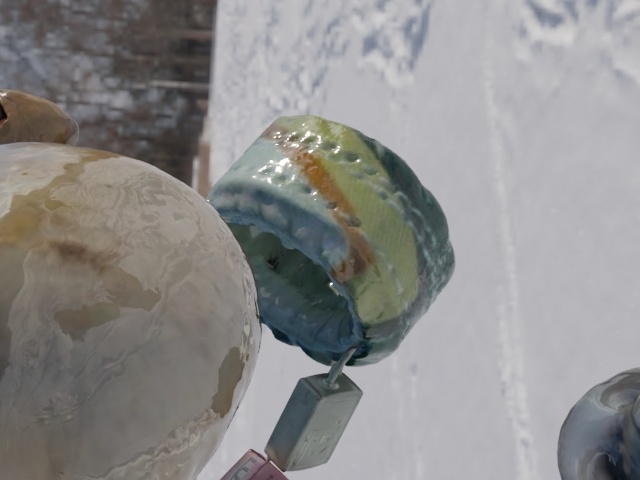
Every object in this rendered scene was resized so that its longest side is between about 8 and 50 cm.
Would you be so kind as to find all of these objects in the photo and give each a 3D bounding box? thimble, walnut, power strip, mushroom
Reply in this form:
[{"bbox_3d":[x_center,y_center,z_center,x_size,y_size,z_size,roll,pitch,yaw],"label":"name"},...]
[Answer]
[{"bbox_3d":[0.000,0.000,1.457,0.167,0.288,0.254,-46,-27,-29],"label":"thimble"},{"bbox_3d":[-0.375,-0.087,1.372,0.137,0.245,0.137,163,90,-84],"label":"walnut"},{"bbox_3d":[0.001,0.182,1.430,0.042,0.075,0.175,43,120,35],"label":"power strip"},{"bbox_3d":[-0.168,0.096,0.731,0.297,0.298,0.290,-94,-3,-67],"label":"mushroom"}]

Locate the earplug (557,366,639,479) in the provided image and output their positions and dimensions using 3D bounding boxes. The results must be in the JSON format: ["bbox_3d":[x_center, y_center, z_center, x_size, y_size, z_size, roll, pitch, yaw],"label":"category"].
[{"bbox_3d":[0.322,0.162,0.994,0.325,0.175,0.214,-36,14,52],"label":"earplug"}]

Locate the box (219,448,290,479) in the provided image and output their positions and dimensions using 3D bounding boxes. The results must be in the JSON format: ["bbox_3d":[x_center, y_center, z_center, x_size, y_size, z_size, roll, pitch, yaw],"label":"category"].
[{"bbox_3d":[-0.083,0.317,1.414,0.156,0.111,0.060,-47,22,-10],"label":"box"}]
